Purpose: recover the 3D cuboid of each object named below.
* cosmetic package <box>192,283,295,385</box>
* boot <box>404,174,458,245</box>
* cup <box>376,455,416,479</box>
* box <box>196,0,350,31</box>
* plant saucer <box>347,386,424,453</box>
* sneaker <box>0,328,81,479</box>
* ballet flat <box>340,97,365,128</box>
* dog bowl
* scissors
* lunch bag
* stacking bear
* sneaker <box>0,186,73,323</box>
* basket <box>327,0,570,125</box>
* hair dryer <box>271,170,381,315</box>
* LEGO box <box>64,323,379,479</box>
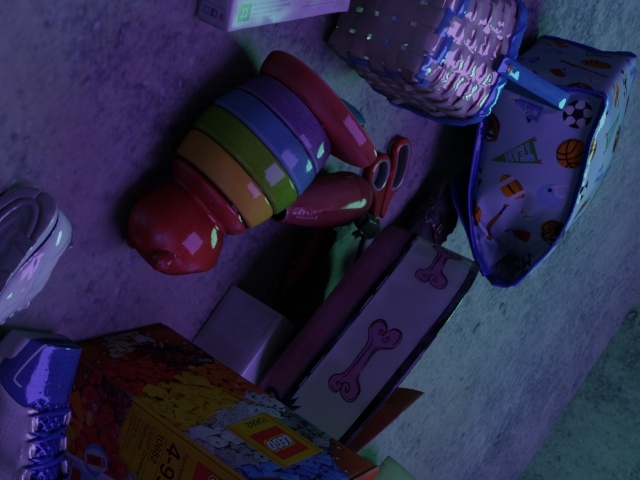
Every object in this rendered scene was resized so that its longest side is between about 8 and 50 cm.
[{"bbox_3d":[-0.145,0.190,1.509,0.239,0.099,0.060,-55,151,-8],"label":"cosmetic package"},{"bbox_3d":[0.174,0.038,1.902,0.229,0.091,0.263,-48,153,-30],"label":"boot"},{"bbox_3d":[0.150,0.641,2.173,0.331,0.237,0.331,-54,167,-19],"label":"cup"},{"bbox_3d":[-0.021,-0.407,1.210,0.232,0.058,0.322,-23,136,-49],"label":"box"},{"bbox_3d":[0.063,0.359,1.937,0.259,0.047,0.258,-43,170,10],"label":"plant saucer"},{"bbox_3d":[-0.321,0.270,1.207,0.127,0.182,0.315,11,106,-62],"label":"sneaker"},{"bbox_3d":[0.003,-0.177,1.477,0.052,0.057,0.168,-38,153,19],"label":"ballet flat"},{"bbox_3d":[0.054,0.149,1.601,0.408,0.150,0.408,-51,178,-3],"label":"dog bowl"},{"bbox_3d":[0.097,-0.034,1.777,0.109,0.021,0.297,-32,140,-42],"label":"scissors"},{"bbox_3d":[0.389,-0.138,1.901,0.328,0.239,0.385,-38,141,-55],"label":"lunch bag"},{"bbox_3d":[-0.105,-0.074,1.280,0.289,0.175,0.164,-45,133,-11],"label":"stacking bear"},{"bbox_3d":[-0.339,0.057,1.092,0.235,0.090,0.095,-49,159,-18],"label":"sneaker"},{"bbox_3d":[0.179,-0.260,1.460,0.289,0.255,0.201,22,95,-50],"label":"basket"},{"bbox_3d":[0.000,0.000,1.589,0.223,0.080,0.293,-52,149,-11],"label":"hair dryer"},{"bbox_3d":[-0.195,0.414,1.345,0.193,0.373,0.500,-9,123,-55],"label":"LEGO box"}]
